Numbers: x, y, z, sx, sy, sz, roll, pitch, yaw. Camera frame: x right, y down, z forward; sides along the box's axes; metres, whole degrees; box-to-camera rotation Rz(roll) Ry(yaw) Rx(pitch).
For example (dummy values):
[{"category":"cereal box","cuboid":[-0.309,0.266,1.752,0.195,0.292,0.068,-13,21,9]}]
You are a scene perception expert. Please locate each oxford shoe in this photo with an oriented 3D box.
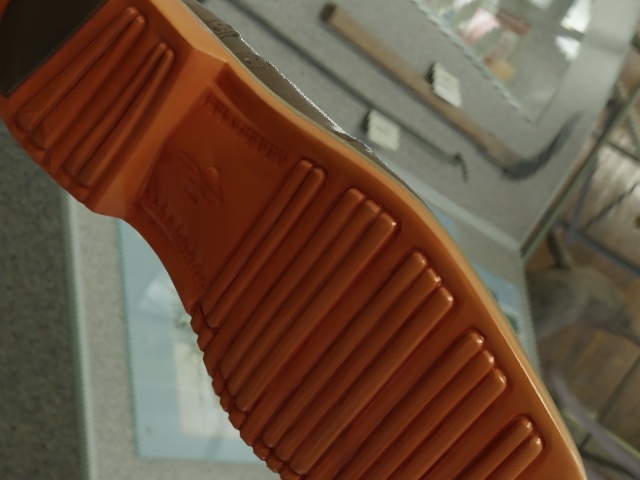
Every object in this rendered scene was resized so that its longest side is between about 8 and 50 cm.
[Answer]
[{"category":"oxford shoe","cuboid":[0.000,0.000,0.609,0.130,0.363,0.133,-47,161,20]}]
